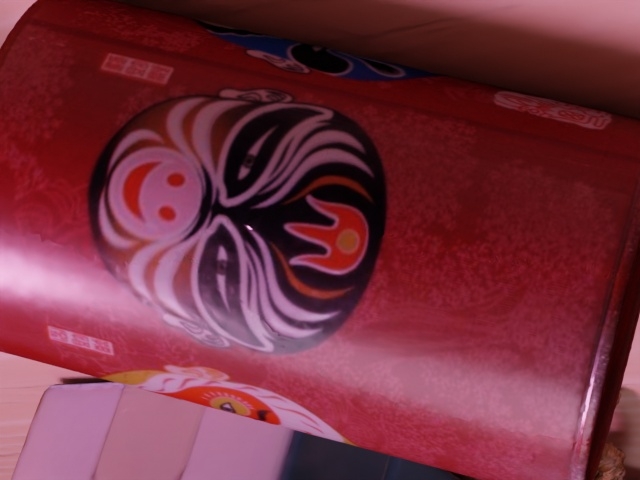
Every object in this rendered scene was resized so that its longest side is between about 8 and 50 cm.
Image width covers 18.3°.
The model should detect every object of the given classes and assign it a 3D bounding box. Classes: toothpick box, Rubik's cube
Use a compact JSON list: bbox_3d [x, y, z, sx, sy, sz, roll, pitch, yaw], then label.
[{"bbox_3d":[0.000,0.000,1.034,0.333,0.204,0.204,15,157,11],"label":"toothpick box"},{"bbox_3d":[-0.068,0.336,1.670,0.347,0.347,0.344,-3,150,43],"label":"Rubik's cube"}]

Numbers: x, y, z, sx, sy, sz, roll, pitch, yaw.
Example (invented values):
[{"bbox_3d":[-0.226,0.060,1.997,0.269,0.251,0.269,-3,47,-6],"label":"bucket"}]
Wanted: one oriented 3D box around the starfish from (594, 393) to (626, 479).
[{"bbox_3d":[0.185,0.238,1.491,0.327,0.094,0.375,-12,137,-6],"label":"starfish"}]
